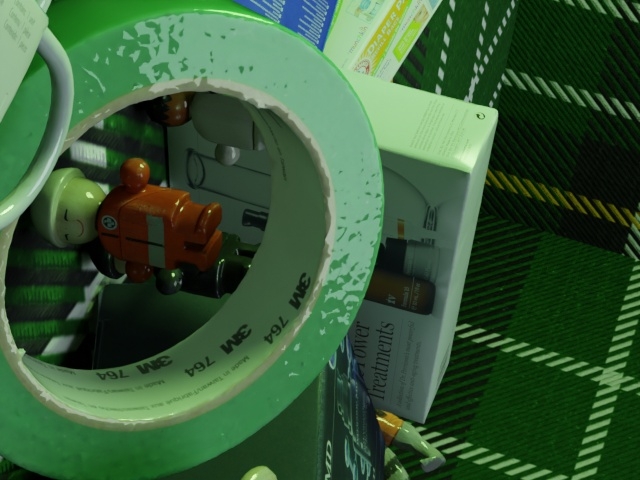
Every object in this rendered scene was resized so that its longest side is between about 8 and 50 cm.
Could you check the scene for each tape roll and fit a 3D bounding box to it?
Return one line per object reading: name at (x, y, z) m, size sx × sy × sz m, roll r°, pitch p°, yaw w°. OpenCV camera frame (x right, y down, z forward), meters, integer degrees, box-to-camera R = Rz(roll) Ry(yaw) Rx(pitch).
tape roll at (-0.109, -0.001, 0.840) m, size 0.321 × 0.077 × 0.321 m, roll -16°, pitch 121°, yaw -28°

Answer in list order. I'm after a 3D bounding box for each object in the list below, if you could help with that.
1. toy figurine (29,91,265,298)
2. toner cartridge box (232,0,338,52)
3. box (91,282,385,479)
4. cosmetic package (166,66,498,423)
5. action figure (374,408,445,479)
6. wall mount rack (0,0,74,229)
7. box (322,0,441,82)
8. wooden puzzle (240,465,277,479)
toy figurine at (-0.118, -0.065, 1.022) m, size 0.213 × 0.148 × 0.209 m, roll 42°, pitch 60°, yaw -74°
toner cartridge box at (-0.048, -0.270, 1.178) m, size 0.348 × 0.075 × 0.165 m, roll 5°, pitch 103°, yaw -77°
box at (-0.067, 0.252, 1.221) m, size 0.395 × 0.212 × 0.293 m, roll 71°, pitch 20°, yaw -59°
cosmetic package at (0.000, 0.000, 1.276) m, size 0.377 × 0.284 × 0.097 m, roll 93°, pitch 19°, yaw -48°
action figure at (-0.017, 0.244, 1.589) m, size 0.178 × 0.330 × 0.341 m, roll 9°, pitch 125°, yaw -40°
wall mount rack at (-0.202, -0.148, 0.567) m, size 0.350 × 0.130 × 0.304 m, roll 67°, pitch 46°, yaw -72°
box at (0.042, -0.245, 1.413) m, size 0.203 × 0.103 × 0.114 m, roll -58°, pitch 157°, yaw -3°
wooden puzzle at (-0.217, 0.278, 0.838) m, size 0.348 × 0.080 × 0.322 m, roll -25°, pitch -158°, yaw 42°
